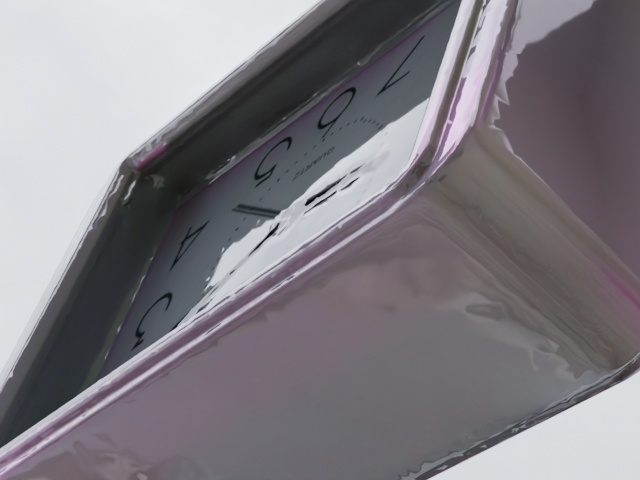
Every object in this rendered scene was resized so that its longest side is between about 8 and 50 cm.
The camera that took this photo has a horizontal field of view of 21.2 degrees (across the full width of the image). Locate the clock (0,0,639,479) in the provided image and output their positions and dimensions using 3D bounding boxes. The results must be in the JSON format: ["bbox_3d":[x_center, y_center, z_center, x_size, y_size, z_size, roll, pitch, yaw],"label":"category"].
[{"bbox_3d":[0.000,0.000,0.433,0.063,0.150,0.197,41,-50,-19],"label":"clock"}]
